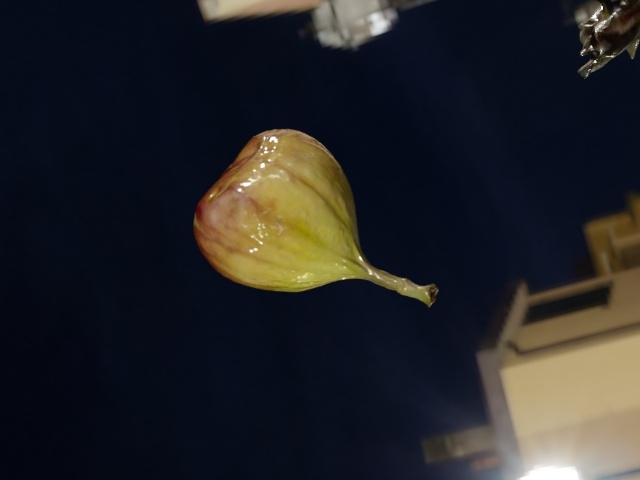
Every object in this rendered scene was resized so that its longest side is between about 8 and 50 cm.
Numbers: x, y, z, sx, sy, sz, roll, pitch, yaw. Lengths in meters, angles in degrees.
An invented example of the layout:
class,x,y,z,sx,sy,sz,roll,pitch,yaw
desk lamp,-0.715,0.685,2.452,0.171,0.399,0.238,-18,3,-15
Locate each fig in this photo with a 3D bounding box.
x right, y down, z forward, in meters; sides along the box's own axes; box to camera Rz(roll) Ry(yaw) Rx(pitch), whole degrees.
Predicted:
class,x,y,z,sx,sy,sz,roll,pitch,yaw
fig,-0.007,-0.014,1.388,0.160,0.230,0.143,-46,-39,-36

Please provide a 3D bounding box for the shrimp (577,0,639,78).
class,x,y,z,sx,sy,sz,roll,pitch,yaw
shrimp,0.261,-0.159,0.911,0.289,0.178,0.075,-44,-29,-50
